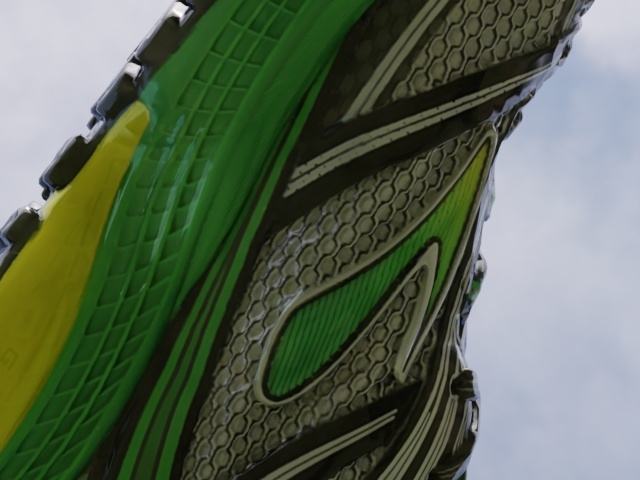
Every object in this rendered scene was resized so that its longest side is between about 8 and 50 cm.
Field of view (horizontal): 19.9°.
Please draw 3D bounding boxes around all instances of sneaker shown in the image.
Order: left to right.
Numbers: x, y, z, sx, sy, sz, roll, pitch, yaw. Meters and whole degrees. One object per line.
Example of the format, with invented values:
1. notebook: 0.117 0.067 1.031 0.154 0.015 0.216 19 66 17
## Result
1. sneaker: 0.000 0.000 0.500 0.146 0.134 0.343 37 -86 -8
